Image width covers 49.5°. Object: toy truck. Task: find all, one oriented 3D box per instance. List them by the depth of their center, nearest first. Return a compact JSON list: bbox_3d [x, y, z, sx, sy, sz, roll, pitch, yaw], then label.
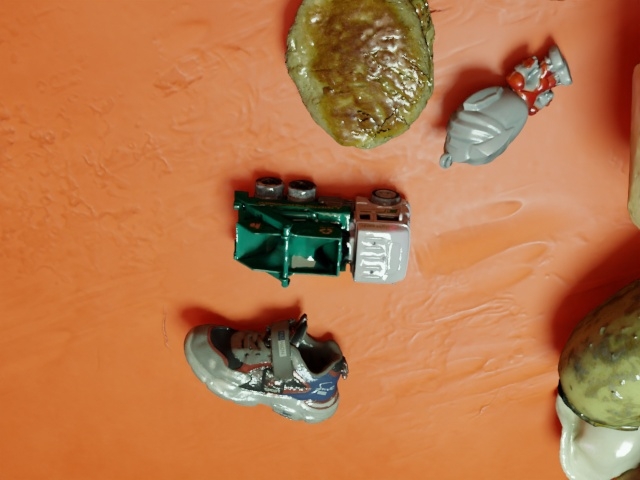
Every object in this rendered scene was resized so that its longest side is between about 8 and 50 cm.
[{"bbox_3d":[0.000,0.000,0.817,0.215,0.116,0.110,4,116,0],"label":"toy truck"}]

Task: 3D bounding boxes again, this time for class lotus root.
[{"bbox_3d":[0.412,0.110,0.808,0.173,0.173,0.309,39,123,-15],"label":"lotus root"}]

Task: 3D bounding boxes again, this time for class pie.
[{"bbox_3d":[0.045,-0.191,0.747,0.163,0.079,0.194,-11,114,12],"label":"pie"}]

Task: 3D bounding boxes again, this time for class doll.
[{"bbox_3d":[0.201,-0.141,0.768,0.180,0.079,0.094,-40,133,5],"label":"doll"}]

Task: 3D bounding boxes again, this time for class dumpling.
[{"bbox_3d":[0.380,0.241,0.933,0.134,0.100,0.169,47,121,13],"label":"dumpling"}]

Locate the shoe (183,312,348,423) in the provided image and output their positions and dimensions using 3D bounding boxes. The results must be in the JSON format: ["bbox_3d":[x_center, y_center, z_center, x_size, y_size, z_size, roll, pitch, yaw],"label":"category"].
[{"bbox_3d":[-0.059,0.150,0.899,0.227,0.099,0.125,23,123,-14],"label":"shoe"}]

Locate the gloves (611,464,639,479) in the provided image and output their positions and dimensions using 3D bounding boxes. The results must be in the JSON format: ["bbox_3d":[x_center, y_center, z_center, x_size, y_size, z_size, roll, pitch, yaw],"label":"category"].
[{"bbox_3d":[0.452,0.386,0.909,0.152,0.197,0.301,-23,131,-15],"label":"gloves"}]

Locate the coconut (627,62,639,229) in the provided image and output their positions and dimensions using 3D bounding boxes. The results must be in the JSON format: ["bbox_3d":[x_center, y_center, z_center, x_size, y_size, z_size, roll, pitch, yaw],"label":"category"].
[{"bbox_3d":[0.454,-0.095,0.636,0.352,0.353,0.353,1,116,2],"label":"coconut"}]
